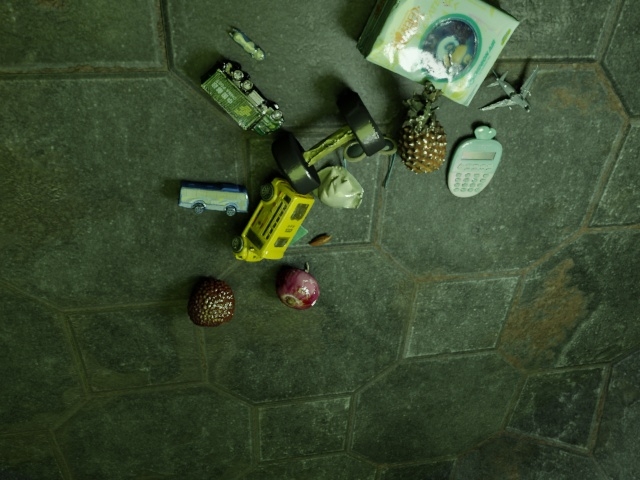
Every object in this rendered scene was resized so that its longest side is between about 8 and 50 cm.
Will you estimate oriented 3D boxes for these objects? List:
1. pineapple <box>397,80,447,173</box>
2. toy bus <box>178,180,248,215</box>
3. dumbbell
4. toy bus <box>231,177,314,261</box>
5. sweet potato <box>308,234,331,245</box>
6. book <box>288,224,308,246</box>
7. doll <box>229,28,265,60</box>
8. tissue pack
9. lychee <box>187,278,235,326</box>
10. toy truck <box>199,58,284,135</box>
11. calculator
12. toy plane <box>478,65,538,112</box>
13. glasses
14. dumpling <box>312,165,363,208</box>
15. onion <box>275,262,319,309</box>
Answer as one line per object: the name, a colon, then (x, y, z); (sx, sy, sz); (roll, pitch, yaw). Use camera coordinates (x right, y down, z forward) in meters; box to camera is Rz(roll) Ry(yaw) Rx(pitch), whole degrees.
pineapple: (0.327, -0.357, 1.724); (0.175, 0.175, 0.361); (-15, 149, -1)
toy bus: (-0.359, -0.145, 1.837); (0.236, 0.079, 0.094); (3, 124, -15)
dumbbell: (0.025, -0.305, 1.725); (0.322, 0.204, 0.204); (-30, 127, 11)
toy bus: (-0.165, -0.048, 1.867); (0.144, 0.152, 0.330); (2, 126, -54)
sweet potato: (0.000, 0.000, 2.057); (0.095, 0.034, 0.034); (-19, 129, 15)
book: (-0.127, -0.043, 2.005); (0.103, 0.017, 0.135); (-37, 125, 14)
doll: (-0.212, -0.570, 1.585); (0.125, 0.027, 0.037); (33, 121, -31)
tissue pack: (0.341, -0.607, 1.599); (0.388, 0.162, 0.287); (16, 118, -23)
lychee: (-0.414, 0.233, 2.054); (0.188, 0.188, 0.188); (-6, 127, -8)
toy truck: (-0.230, -0.428, 1.651); (0.121, 0.088, 0.259); (-38, 124, 15)
calculator: (0.556, -0.283, 1.965); (0.184, 0.042, 0.295); (0, 129, -13)
toy plane: (0.648, -0.490, 1.819); (0.226, 0.058, 0.226); (31, 130, -30)
glasses: (0.176, -0.244, 1.878); (0.189, 0.088, 0.221); (-12, 128, -4)
dumpling: (0.056, -0.187, 1.877); (0.181, 0.111, 0.155); (12, 119, -5)
onion: (-0.089, 0.186, 2.100); (0.177, 0.153, 0.177); (6, 111, 15)
